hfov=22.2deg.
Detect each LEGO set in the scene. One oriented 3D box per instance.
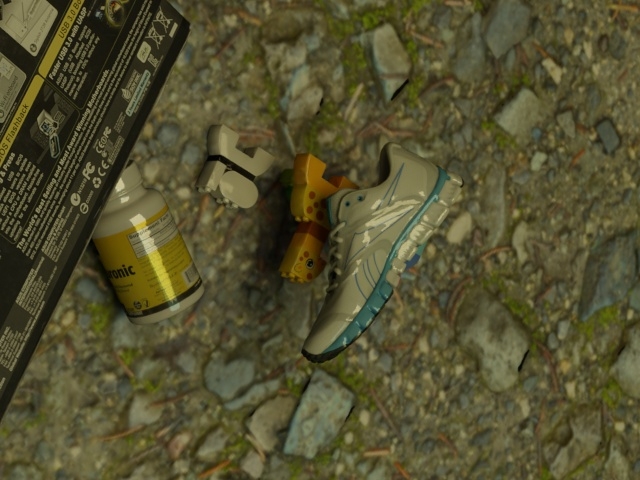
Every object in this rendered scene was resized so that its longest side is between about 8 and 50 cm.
[{"bbox_3d":[0.000,0.000,1.324,0.227,0.087,0.093,32,73,-30],"label":"LEGO set"}]

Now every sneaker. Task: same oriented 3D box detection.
[{"bbox_3d":[0.028,0.006,1.265,0.083,0.071,0.190,36,72,-9],"label":"sneaker"}]

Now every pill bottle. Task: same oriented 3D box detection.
[{"bbox_3d":[-0.139,0.000,1.239,0.065,0.065,0.116,-32,108,-30],"label":"pill bottle"}]

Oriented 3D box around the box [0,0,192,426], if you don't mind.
[{"bbox_3d":[-0.281,-0.080,1.065,0.318,0.097,0.395,42,58,-37],"label":"box"}]
